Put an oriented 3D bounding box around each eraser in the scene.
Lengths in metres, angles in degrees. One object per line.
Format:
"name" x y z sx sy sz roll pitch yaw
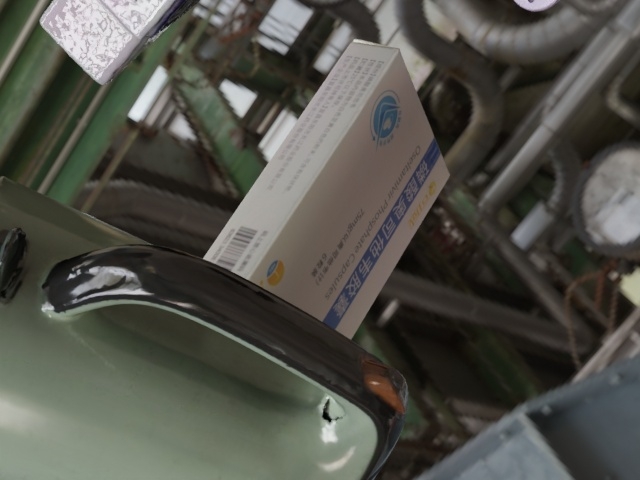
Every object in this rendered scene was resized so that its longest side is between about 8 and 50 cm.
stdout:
"eraser" -0.096 -0.250 0.895 0.086 0.287 0.130 45 -139 -8

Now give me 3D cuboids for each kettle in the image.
"kettle" -0.090 0.079 0.641 0.255 0.240 0.165 26 -125 -13

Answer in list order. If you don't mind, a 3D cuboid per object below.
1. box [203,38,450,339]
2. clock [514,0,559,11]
"box" 0.000 0.000 1.108 0.065 0.343 0.200 17 153 33
"clock" 0.139 -0.224 0.727 0.050 0.110 0.152 -20 -113 -44
